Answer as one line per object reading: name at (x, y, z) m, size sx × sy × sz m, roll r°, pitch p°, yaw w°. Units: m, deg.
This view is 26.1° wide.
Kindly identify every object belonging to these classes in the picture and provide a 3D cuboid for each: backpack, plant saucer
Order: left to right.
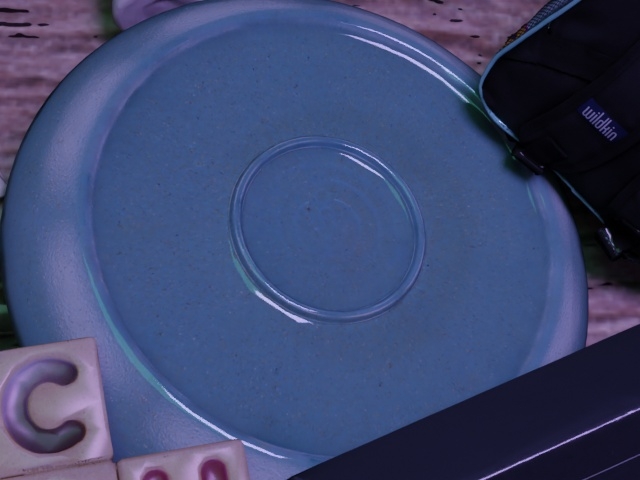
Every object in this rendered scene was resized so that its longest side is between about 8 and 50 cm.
plant saucer at (0.000, 0.000, 0.705) m, size 0.318 × 0.043 × 0.317 m, roll 7°, pitch 65°, yaw -15°
backpack at (0.204, -0.095, 0.703) m, size 0.166 × 0.188 × 0.144 m, roll 47°, pitch 47°, yaw 1°

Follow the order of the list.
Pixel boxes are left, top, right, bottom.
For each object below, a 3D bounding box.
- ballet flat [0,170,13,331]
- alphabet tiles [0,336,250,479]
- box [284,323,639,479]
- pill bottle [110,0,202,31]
ballet flat at (-0.201, 0.033, 0.700) m, size 0.139 × 0.139 × 0.400 m, roll -21°, pitch 73°, yaw -10°
alphabet tiles at (-0.152, 0.217, 0.564) m, size 0.285 × 0.011 × 0.342 m, roll -9°, pitch 74°, yaw -9°
box at (0.140, 0.148, 0.620) m, size 0.261 × 0.103 × 0.184 m, roll -22°, pitch 103°, yaw -10°
pill bottle at (-0.094, -0.182, 0.810) m, size 0.067 × 0.067 × 0.120 m, roll -8°, pitch 68°, yaw -4°
